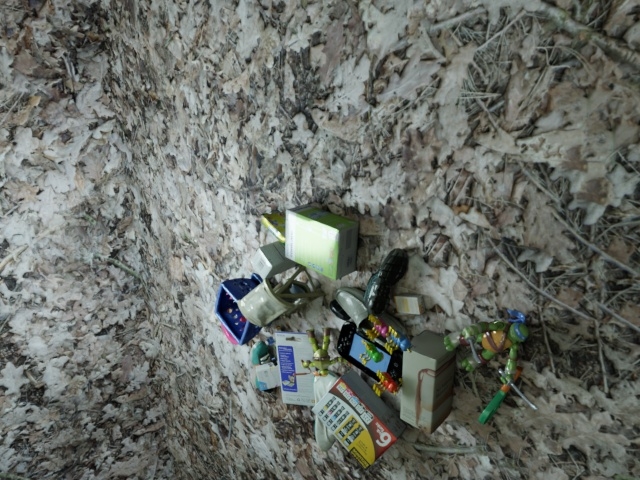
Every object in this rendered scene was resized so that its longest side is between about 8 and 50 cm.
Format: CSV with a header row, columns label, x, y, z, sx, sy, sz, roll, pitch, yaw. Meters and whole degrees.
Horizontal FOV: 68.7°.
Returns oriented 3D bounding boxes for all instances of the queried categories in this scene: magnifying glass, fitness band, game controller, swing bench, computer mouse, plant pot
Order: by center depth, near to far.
label,x,y,z,sx,sy,sz,roll,pitch,yaw
magnifying glass,0.562,0.484,1.458,0.026,0.092,0.231,37,117,34
game controller,0.196,0.441,1.811,0.319,0.067,0.167,27,122,35
computer mouse,0.124,0.313,1.827,0.242,0.071,0.041,41,136,33
swing bench,-0.169,0.242,1.965,0.253,0.254,0.165,-39,77,46
plant pot,-0.333,0.304,2.177,0.236,0.212,0.236,44,136,25
fitness band,-0.458,0.410,2.465,0.209,0.054,0.291,18,116,40

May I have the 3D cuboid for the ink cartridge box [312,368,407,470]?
label,x,y,z,sx,sy,sz,roll,pitch,yaw
ink cartridge box,0.133,0.728,1.860,0.309,0.130,0.272,43,110,20

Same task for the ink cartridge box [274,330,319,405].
label,x,y,z,sx,sy,sz,roll,pitch,yaw
ink cartridge box,-0.098,0.568,2.104,0.175,0.069,0.371,0,109,16

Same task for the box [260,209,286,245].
label,x,y,z,sx,sy,sz,roll,pitch,yaw
box,-0.166,-0.059,1.960,0.179,0.105,0.043,46,131,24

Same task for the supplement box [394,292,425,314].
label,x,y,z,sx,sy,sz,roll,pitch,yaw
supplement box,0.312,0.220,1.634,0.098,0.036,0.062,-1,104,45

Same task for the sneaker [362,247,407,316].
label,x,y,z,sx,sy,sz,roll,pitch,yaw
sneaker,0.215,0.136,1.655,0.267,0.101,0.106,-67,29,20

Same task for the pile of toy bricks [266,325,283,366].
label,x,y,z,sx,sy,sz,roll,pitch,yaw
pile of toy bricks,-0.186,0.513,2.212,0.212,0.118,0.105,63,176,-8

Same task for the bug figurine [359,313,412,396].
label,x,y,z,sx,sy,sz,roll,pitch,yaw
bug figurine,0.221,0.375,1.577,0.216,0.072,0.279,49,138,48

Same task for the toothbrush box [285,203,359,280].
label,x,y,z,sx,sy,sz,roll,pitch,yaw
toothbrush box,0.000,0.000,1.803,0.283,0.122,0.206,21,119,38

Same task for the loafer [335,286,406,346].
label,x,y,z,sx,sy,sz,roll,pitch,yaw
loafer,0.170,0.282,1.744,0.319,0.111,0.112,34,126,32

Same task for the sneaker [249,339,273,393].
label,x,y,z,sx,sy,sz,roll,pitch,yaw
sneaker,-0.275,0.633,2.333,0.121,0.108,0.302,26,129,35

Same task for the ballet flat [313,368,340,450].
label,x,y,z,sx,sy,sz,roll,pitch,yaw
ballet flat,0.045,0.758,2.044,0.139,0.139,0.400,8,107,43

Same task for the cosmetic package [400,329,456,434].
label,x,y,z,sx,sy,sz,roll,pitch,yaw
cosmetic package,0.367,0.478,1.594,0.129,0.153,0.296,16,117,40

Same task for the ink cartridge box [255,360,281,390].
label,x,y,z,sx,sy,sz,roll,pitch,yaw
ink cartridge box,-0.213,0.643,2.257,0.061,0.181,0.104,-139,38,-78

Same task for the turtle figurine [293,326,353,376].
label,x,y,z,sx,sy,sz,roll,pitch,yaw
turtle figurine,-0.008,0.481,1.962,0.269,0.087,0.217,-10,86,19

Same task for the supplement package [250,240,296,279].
label,x,y,z,sx,sy,sz,roll,pitch,yaw
supplement package,-0.182,0.073,1.969,0.105,0.179,0.105,52,134,18

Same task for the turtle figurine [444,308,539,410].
label,x,y,z,sx,sy,sz,roll,pitch,yaw
turtle figurine,0.475,0.337,1.372,0.266,0.197,0.275,135,150,-62
